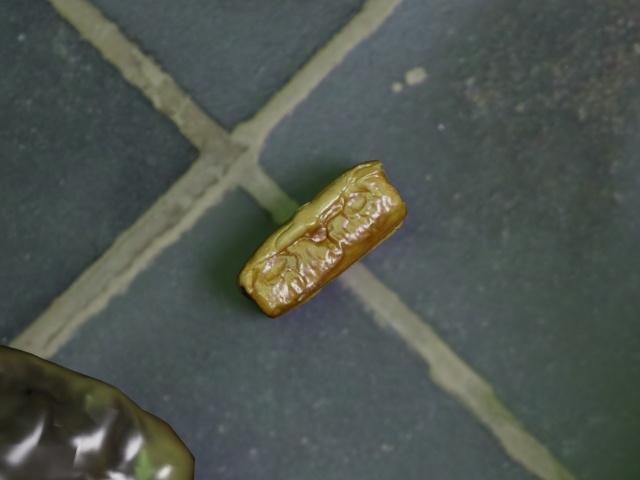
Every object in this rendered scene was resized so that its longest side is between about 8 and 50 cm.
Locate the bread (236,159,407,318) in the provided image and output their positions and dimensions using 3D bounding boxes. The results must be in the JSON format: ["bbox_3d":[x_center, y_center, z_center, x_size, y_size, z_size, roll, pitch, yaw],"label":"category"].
[{"bbox_3d":[0.000,0.000,1.235,0.132,0.074,0.053,-40,84,0],"label":"bread"}]

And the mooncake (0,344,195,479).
[{"bbox_3d":[-0.290,0.151,1.089,0.393,0.394,0.246,10,72,15],"label":"mooncake"}]
